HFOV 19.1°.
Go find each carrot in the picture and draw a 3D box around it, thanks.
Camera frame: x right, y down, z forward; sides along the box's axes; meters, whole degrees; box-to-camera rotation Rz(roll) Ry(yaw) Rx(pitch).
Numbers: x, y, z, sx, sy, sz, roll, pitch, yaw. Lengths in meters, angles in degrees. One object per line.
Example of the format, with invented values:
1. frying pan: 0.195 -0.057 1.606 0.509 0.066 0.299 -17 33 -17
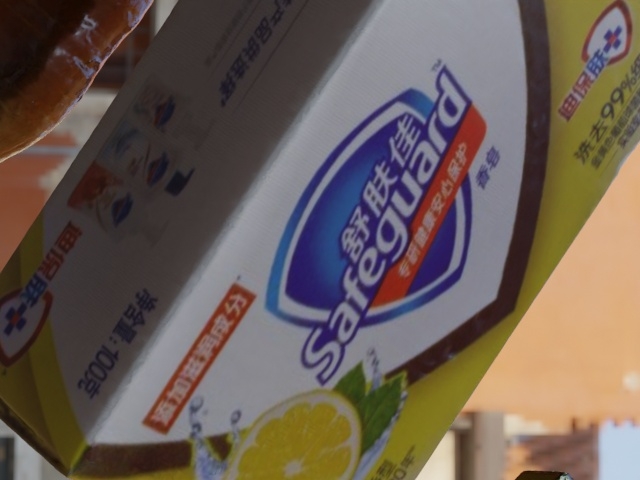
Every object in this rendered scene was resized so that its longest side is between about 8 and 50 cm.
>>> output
1. carrot: -0.149 -0.116 1.038 0.087 0.193 0.087 48 -1 2

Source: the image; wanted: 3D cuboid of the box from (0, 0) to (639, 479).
1. box: 0.006 -0.017 0.712 0.097 0.168 0.265 34 -90 44

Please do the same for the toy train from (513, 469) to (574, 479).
1. toy train: 0.177 0.229 1.208 0.202 0.081 0.060 54 -26 -14
